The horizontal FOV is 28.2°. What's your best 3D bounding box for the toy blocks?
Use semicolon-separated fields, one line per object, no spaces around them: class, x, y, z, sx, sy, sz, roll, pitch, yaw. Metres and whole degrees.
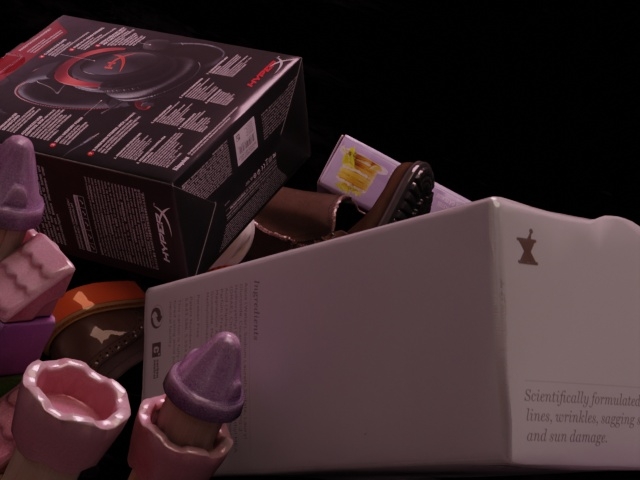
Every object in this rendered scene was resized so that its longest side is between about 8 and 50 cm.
toy blocks;-0.226;0.055;0.785;0.309;0.260;0.288;-2;35;-49

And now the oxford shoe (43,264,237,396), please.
oxford shoe;-0.113;0.089;1.087;0.271;0.097;0.098;-8;55;-44

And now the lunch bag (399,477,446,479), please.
lunch bag;0.058;0.268;0.734;0.287;0.169;0.235;-1;33;-40

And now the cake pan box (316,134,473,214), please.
cake pan box;0.113;-0.020;1.446;0.246;0.070;0.267;30;-4;1

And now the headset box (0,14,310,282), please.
headset box;-0.188;-0.092;1.123;0.293;0.110;0.218;13;40;23

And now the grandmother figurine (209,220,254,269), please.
grandmother figurine;-0.226;-0.062;1.276;0.342;0.104;0.208;26;30;7

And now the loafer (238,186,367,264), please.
loafer;0.000;0.000;1.328;0.366;0.130;0.134;35;22;22

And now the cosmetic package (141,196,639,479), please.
cosmetic package;0.061;0.088;0.881;0.217;0.156;0.385;8;-13;-36

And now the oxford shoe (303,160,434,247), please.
oxford shoe;0.026;0.014;1.200;0.096;0.227;0.083;34;3;28
